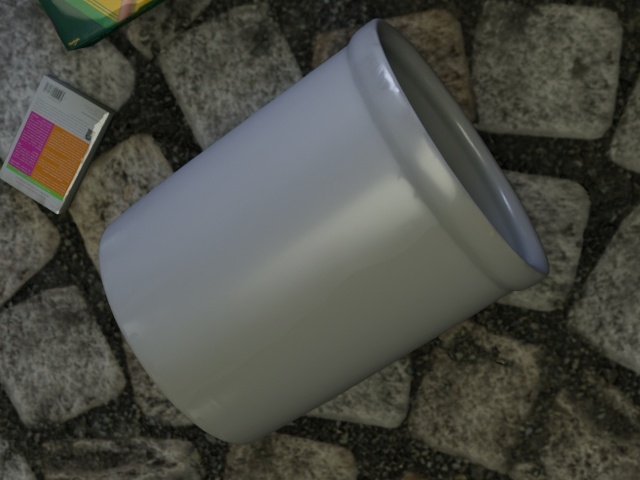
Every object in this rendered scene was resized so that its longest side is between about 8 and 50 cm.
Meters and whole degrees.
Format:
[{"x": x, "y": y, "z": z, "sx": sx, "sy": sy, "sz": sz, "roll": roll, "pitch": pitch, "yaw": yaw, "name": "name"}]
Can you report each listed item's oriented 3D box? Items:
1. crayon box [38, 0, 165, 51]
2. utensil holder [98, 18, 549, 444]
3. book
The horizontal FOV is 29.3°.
[{"x": -0.209, "y": -0.359, "z": 1.414, "sx": 0.278, "sy": 0.081, "sz": 0.165, "roll": -28, "pitch": 97, "yaw": 14, "name": "crayon box"}, {"x": 0.000, "y": 0.000, "z": 1.348, "sx": 0.385, "sy": 0.327, "sz": 0.327, "roll": -33, "pitch": 96, "yaw": 17, "name": "utensil holder"}, {"x": -0.328, "y": -0.119, "z": 1.513, "sx": 0.096, "sy": 0.035, "sz": 0.144, "roll": 30, "pitch": 105, "yaw": 4, "name": "book"}]
